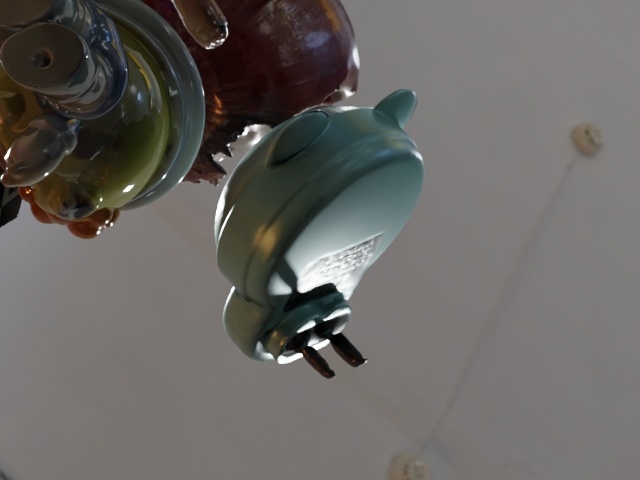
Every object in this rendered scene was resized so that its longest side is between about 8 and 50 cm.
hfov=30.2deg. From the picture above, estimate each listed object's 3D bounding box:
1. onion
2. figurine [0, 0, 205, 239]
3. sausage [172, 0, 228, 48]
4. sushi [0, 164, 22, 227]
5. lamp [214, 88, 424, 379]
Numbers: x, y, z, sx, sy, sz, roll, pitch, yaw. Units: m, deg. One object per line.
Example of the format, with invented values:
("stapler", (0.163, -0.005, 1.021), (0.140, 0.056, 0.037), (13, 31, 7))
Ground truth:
("onion", (-0.137, -0.235, 1.533), (0.341, 0.341, 0.341), (14, -118, -28))
("figurine", (-0.194, -0.115, 1.006), (0.205, 0.382, 0.225), (-23, -81, -8))
("sausage", (-0.141, -0.274, 1.206), (0.047, 0.040, 0.177), (-14, -107, -45))
("sushi", (-0.383, -0.072, 1.275), (0.040, 0.210, 0.193), (32, -131, -37))
("lamp", (-0.008, -0.007, 1.089), (0.209, 0.284, 0.147), (-18, -144, -42))
